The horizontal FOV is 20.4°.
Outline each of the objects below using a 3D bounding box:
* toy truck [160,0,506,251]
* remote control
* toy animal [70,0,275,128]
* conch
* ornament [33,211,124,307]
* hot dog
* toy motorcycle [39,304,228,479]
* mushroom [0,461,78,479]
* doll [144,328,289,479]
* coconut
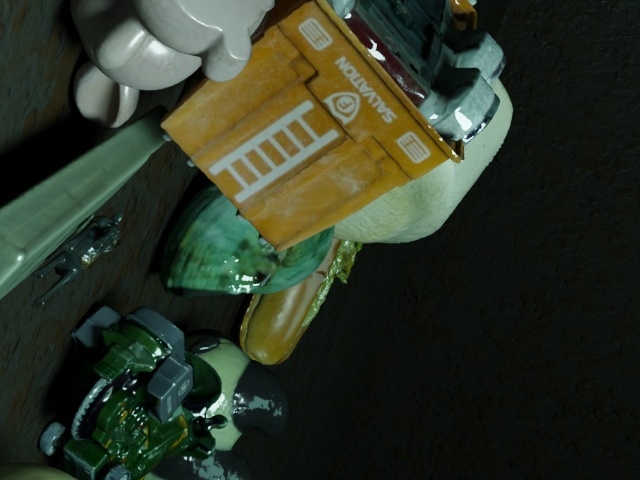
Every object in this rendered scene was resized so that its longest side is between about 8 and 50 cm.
[{"bbox_3d":[0.011,-0.164,1.352,0.207,0.173,0.387,-34,-160,24],"label":"toy truck"},{"bbox_3d":[-0.187,-0.016,1.215,0.123,0.038,0.285,-43,-176,28],"label":"remote control"},{"bbox_3d":[-0.122,-0.148,1.184,0.212,0.124,0.124,-23,-151,52],"label":"toy animal"},{"bbox_3d":[-0.072,-0.005,1.703,0.176,0.122,0.188,-29,173,1],"label":"conch"},{"bbox_3d":[-0.164,0.003,1.267,0.073,0.028,0.125,-42,-178,19],"label":"ornament"},{"bbox_3d":[0.000,0.000,2.165,0.337,0.100,0.135,-65,170,4],"label":"hot dog"},{"bbox_3d":[-0.163,0.149,1.608,0.187,0.125,0.274,-49,164,-27],"label":"toy motorcycle"},{"bbox_3d":[-0.233,0.291,1.350,0.246,0.202,0.246,-52,155,-37],"label":"mushroom"},{"bbox_3d":[-0.138,0.203,1.863,0.135,0.143,0.234,12,106,-56],"label":"doll"},{"bbox_3d":[0.070,-0.135,1.801,0.266,0.237,0.237,-57,168,-39],"label":"coconut"}]
